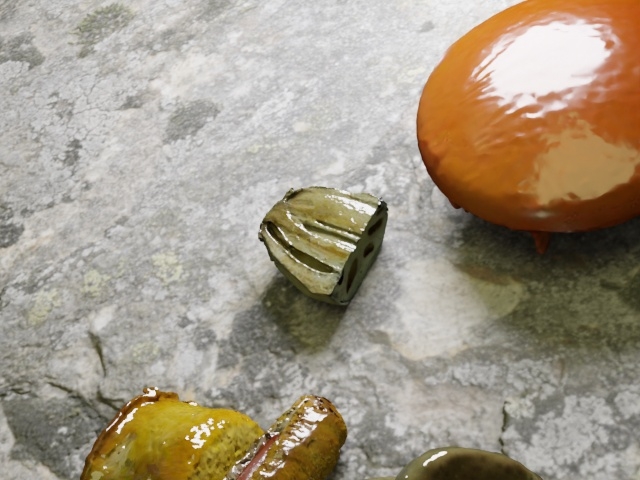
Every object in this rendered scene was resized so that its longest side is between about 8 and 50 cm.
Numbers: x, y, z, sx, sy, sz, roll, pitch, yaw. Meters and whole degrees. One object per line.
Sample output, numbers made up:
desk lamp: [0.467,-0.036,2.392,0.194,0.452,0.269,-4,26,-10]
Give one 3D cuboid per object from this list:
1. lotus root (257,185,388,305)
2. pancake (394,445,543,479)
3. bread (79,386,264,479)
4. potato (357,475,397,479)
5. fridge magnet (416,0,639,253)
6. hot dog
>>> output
lotus root: [0.002,0.001,1.512,0.144,0.070,0.143,27,73,31]
pancake: [0.135,0.302,1.123,0.242,0.242,0.050,-50,15,-19]
bread: [-0.169,0.268,1.319,0.160,0.147,0.261,5,56,28]
potato: [0.056,0.299,1.217,0.194,0.157,0.157,7,55,42]
fridge magnet: [0.288,-0.149,1.457,0.363,0.155,0.364,-11,50,14]
hot dog: [-0.061,0.260,1.272,0.068,0.083,0.289,-32,11,47]
